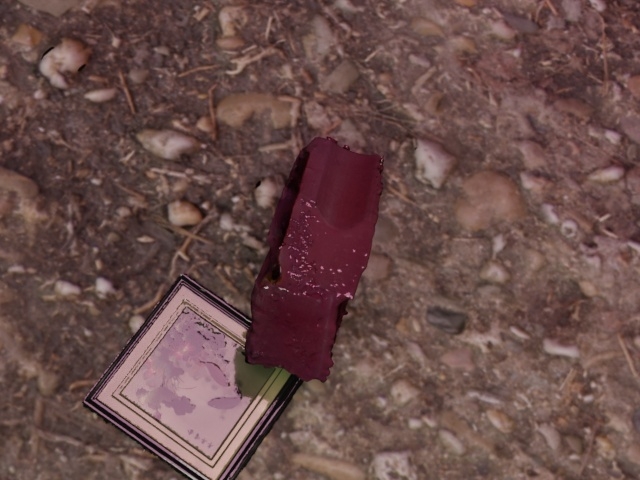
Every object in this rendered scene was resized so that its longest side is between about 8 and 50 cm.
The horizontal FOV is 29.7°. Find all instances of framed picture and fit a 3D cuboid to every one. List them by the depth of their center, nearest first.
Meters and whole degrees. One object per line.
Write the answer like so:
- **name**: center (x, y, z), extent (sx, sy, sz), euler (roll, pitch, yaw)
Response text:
- **framed picture**: center (-0.139, 0.166, 1.390), extent (0.195, 0.010, 0.199), euler (34, 71, 5)

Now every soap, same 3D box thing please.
- **soap**: center (0.000, 0.000, 1.377), extent (0.112, 0.182, 0.289), euler (17, 37, 0)
